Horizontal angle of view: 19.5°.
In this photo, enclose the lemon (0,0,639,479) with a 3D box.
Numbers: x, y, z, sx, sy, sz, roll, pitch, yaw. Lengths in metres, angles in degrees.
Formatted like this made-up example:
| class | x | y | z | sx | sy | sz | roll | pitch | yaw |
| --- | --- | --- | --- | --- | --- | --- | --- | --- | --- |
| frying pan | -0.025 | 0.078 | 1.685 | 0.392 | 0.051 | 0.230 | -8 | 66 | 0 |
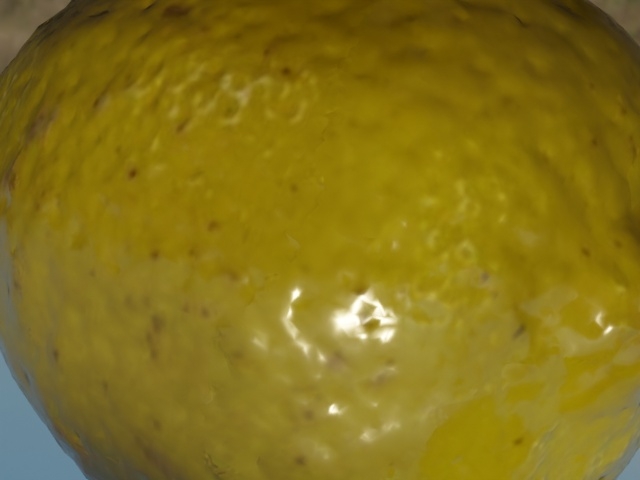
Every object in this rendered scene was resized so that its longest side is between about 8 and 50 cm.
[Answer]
| class | x | y | z | sx | sy | sz | roll | pitch | yaw |
| --- | --- | --- | --- | --- | --- | --- | --- | --- | --- |
| lemon | 0.000 | 0.000 | 0.708 | 0.310 | 0.253 | 0.253 | 14 | -177 | 35 |
